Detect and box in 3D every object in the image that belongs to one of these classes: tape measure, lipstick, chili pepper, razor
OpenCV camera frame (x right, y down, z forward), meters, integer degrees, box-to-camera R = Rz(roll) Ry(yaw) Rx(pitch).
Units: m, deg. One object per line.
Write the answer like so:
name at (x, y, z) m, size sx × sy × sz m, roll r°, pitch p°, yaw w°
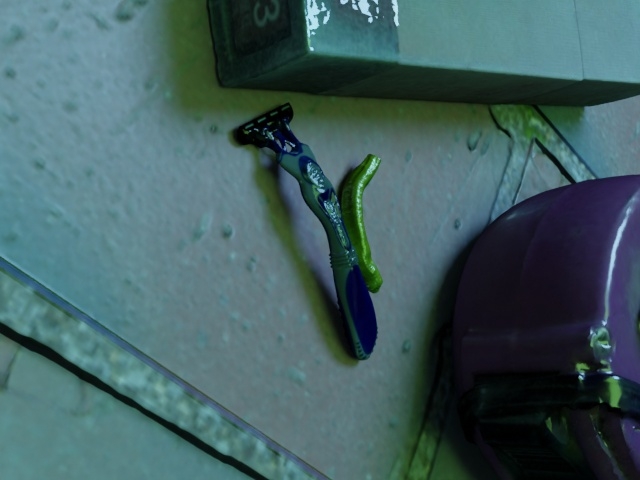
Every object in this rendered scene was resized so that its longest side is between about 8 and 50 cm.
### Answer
tape measure at (0.203, 0.081, 0.644) m, size 0.245 × 0.149 × 0.232 m, roll 43°, pitch 58°, yaw -29°
lipstick at (0.099, -0.134, 0.637) m, size 0.371 × 0.076 × 0.080 m, roll -6°, pitch 86°, yaw -44°
chili pepper at (0.025, -0.010, 0.587) m, size 0.030 × 0.017 × 0.083 m, roll -5°, pitch 89°, yaw -44°
razor at (0.003, -0.001, 0.557) m, size 0.044 × 0.028 × 0.155 m, roll -32°, pitch 104°, yaw -42°
